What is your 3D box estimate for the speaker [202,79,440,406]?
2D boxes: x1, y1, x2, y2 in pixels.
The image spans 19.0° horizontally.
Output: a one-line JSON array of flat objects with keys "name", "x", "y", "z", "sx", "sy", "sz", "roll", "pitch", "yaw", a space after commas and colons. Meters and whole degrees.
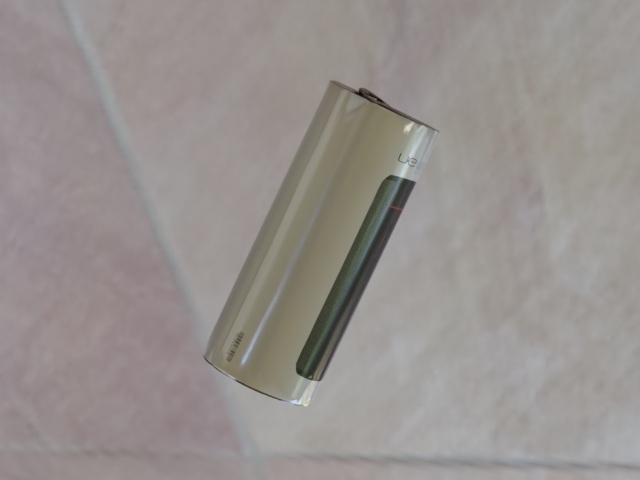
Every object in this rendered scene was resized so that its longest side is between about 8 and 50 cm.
[{"name": "speaker", "x": 0.000, "y": 0.000, "z": 0.833, "sx": 0.055, "sy": 0.055, "sz": 0.136, "roll": 25, "pitch": 96, "yaw": -10}]
